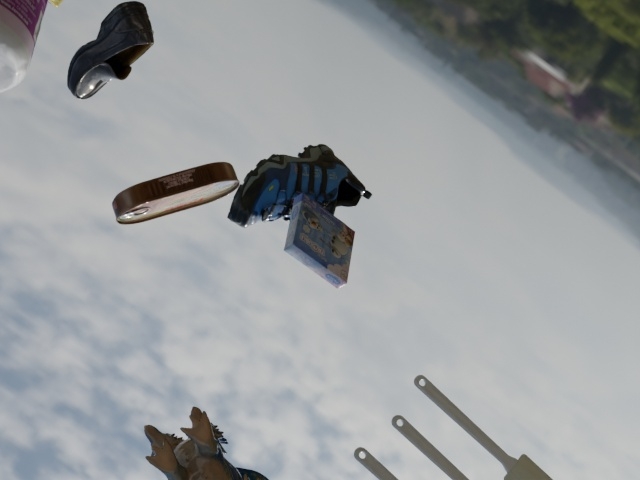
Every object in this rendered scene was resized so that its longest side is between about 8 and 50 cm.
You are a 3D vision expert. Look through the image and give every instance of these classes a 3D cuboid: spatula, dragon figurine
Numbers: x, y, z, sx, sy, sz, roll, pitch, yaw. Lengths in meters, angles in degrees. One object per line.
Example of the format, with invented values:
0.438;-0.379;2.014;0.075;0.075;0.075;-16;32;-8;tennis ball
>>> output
0.166;0.286;1.607;0.242;0.168;0.019;42;157;5;spatula
-0.088;0.260;1.338;0.289;0.085;0.144;47;174;29;dragon figurine

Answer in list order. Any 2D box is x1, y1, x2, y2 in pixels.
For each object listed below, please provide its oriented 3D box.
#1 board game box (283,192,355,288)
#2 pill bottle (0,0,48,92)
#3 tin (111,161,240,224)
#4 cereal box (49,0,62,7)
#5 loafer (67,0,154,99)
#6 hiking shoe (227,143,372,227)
0.000;0.000;1.657;0.090;0.020;0.090;36;-138;-25;board game box
-0.351;-0.317;1.412;0.169;0.301;0.169;8;157;4;pill bottle
-0.211;-0.069;1.981;0.106;0.190;0.040;120;131;-68;tin
-0.410;-0.453;1.937;0.240;0.173;0.047;31;172;29;cereal box
-0.266;-0.226;1.714;0.062;0.170;0.061;-9;-117;-43;loafer
-0.035;-0.085;2.382;0.132;0.113;0.304;36;-142;21;hiking shoe
